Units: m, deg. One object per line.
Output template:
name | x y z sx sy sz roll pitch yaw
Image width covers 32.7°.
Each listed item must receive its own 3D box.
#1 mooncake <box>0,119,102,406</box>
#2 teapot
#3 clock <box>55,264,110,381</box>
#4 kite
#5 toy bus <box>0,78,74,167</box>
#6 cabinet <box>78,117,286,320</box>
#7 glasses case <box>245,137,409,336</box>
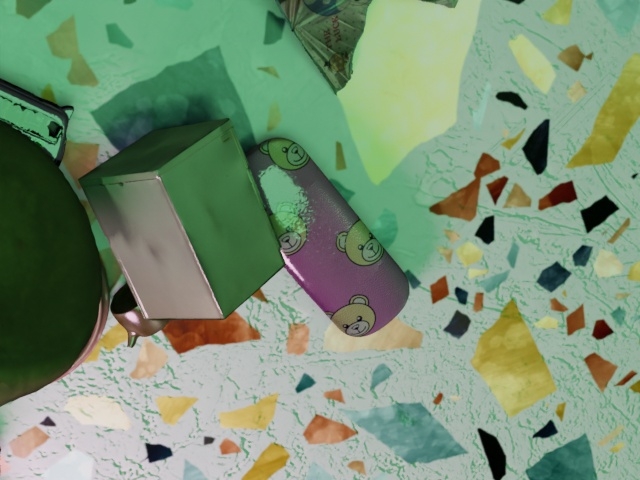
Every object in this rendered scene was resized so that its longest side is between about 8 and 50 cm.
mooncake | -0.418 0.027 1.205 0.187 0.351 0.351 -23 117 37
teapot | -0.227 0.088 1.457 0.121 0.076 0.068 -53 125 -26
clock | -0.397 0.082 1.418 0.244 0.056 0.244 -5 107 -15
kite | 0.058 -0.327 1.366 0.314 0.011 0.335 -1 128 -33
toy bus | -0.392 -0.151 1.332 0.178 0.087 0.098 25 93 -17
cabinet | -0.166 -0.024 1.366 0.150 0.145 0.206 -43 120 -44
glasses case | 0.000 0.000 1.478 0.123 0.076 0.316 -40 111 0
